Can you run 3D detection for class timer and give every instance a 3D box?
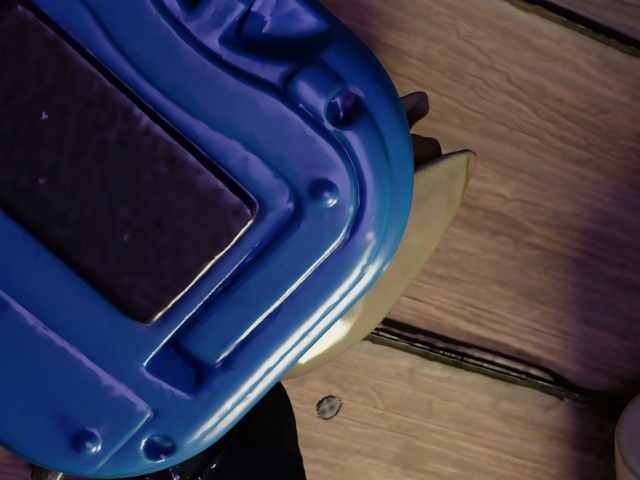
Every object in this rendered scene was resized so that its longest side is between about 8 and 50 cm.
[{"bbox_3d":[-0.137,-0.043,1.070,0.340,0.115,0.309,41,105,-12],"label":"timer"}]

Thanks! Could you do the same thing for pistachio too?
[{"bbox_3d":[0.000,0.000,1.219,0.223,0.126,0.152,-39,167,-10],"label":"pistachio"}]

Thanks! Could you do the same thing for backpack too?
[{"bbox_3d":[-0.070,0.139,1.239,0.120,0.165,0.106,18,119,-14],"label":"backpack"}]

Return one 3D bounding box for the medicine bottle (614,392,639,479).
[{"bbox_3d":[0.327,0.295,1.476,0.213,0.213,0.378,-18,122,-15],"label":"medicine bottle"}]

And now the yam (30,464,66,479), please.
[{"bbox_3d":[-0.130,0.060,1.250,0.234,0.029,0.027,-63,166,16],"label":"yam"}]
